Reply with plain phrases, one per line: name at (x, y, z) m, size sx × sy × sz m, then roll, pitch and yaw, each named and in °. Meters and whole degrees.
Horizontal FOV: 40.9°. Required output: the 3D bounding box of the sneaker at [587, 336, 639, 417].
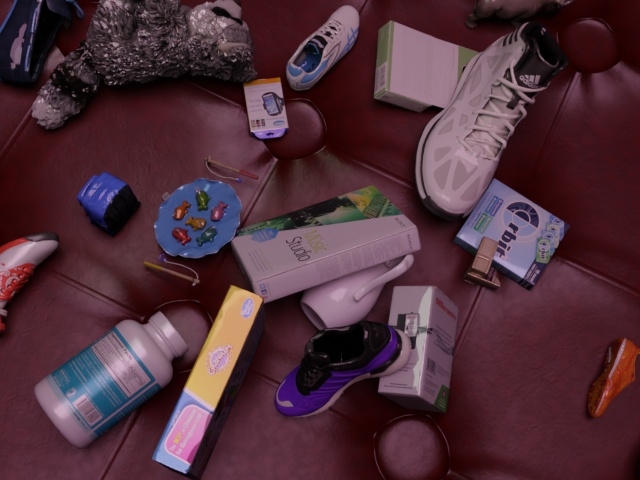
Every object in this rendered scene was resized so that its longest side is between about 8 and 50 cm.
sneaker at (0.577, 0.273, 1.672) m, size 0.067 × 0.064 × 0.175 m, roll 34°, pitch 75°, yaw -4°

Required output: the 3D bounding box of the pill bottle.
pill bottle at (-0.372, 0.244, 1.563) m, size 0.264 × 0.146 × 0.146 m, roll -37°, pitch 78°, yaw -15°

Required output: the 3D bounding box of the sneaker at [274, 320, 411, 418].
sneaker at (0.006, 0.220, 1.542) m, size 0.293 × 0.146 × 0.102 m, roll -34°, pitch 51°, yaw 24°

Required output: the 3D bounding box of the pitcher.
pitcher at (0.073, 0.084, 1.635) m, size 0.207 × 0.178 × 0.125 m, roll -40°, pitch 102°, yaw -17°

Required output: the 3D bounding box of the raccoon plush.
raccoon plush at (-0.335, -0.337, 1.769) m, size 0.299 × 0.216 × 0.446 m, roll 40°, pitch 103°, yaw 2°

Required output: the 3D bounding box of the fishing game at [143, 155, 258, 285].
fishing game at (-0.247, -0.050, 1.698) m, size 0.189 × 0.041 × 0.264 m, roll 22°, pitch 71°, yaw 26°

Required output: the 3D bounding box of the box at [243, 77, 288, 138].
box at (-0.115, -0.276, 1.816) m, size 0.081 × 0.028 × 0.136 m, roll -7°, pitch 75°, yaw -7°

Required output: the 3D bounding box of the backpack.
backpack at (-0.423, -0.076, 1.677) m, size 0.101 × 0.120 × 0.098 m, roll 27°, pitch 73°, yaw 5°

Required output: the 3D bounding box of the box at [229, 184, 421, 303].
box at (0.000, 0.000, 1.643) m, size 0.322 × 0.232 × 0.058 m, roll -18°, pitch 118°, yaw -11°

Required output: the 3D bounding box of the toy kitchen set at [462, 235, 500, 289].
toy kitchen set at (0.335, 0.050, 1.714) m, size 0.068 × 0.083 × 0.075 m, roll 23°, pitch 70°, yaw 3°

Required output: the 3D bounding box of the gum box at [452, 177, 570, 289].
gum box at (0.392, -0.014, 1.761) m, size 0.184 × 0.041 × 0.157 m, roll 33°, pitch 72°, yaw 7°

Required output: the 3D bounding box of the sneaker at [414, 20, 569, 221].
sneaker at (0.338, -0.262, 1.697) m, size 0.169 × 0.257 × 0.447 m, roll 28°, pitch 66°, yaw -7°

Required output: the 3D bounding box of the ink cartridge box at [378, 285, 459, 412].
ink cartridge box at (0.187, 0.203, 1.609) m, size 0.087 × 0.153 × 0.208 m, roll 0°, pitch 68°, yaw 29°

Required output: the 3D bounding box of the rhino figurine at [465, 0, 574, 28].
rhino figurine at (0.448, -0.524, 1.899) m, size 0.243 × 0.106 × 0.073 m, roll -4°, pitch 73°, yaw -6°

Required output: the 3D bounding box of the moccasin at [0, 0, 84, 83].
moccasin at (-0.566, -0.474, 1.801) m, size 0.117 × 0.138 × 0.342 m, roll 20°, pitch 84°, yaw 16°

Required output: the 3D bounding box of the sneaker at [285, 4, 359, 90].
sneaker at (0.011, -0.422, 1.844) m, size 0.085 × 0.086 × 0.237 m, roll 34°, pitch 71°, yaw 8°

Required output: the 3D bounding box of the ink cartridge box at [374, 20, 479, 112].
ink cartridge box at (0.233, -0.360, 1.858) m, size 0.235 × 0.056 × 0.171 m, roll 14°, pitch 70°, yaw -26°

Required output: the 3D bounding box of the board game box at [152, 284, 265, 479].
board game box at (-0.188, 0.260, 1.522) m, size 0.064 × 0.242 × 0.316 m, roll 22°, pitch 71°, yaw 4°

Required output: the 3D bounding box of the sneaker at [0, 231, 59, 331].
sneaker at (-0.601, 0.097, 1.625) m, size 0.270 × 0.090 × 0.145 m, roll -25°, pitch 76°, yaw -8°
